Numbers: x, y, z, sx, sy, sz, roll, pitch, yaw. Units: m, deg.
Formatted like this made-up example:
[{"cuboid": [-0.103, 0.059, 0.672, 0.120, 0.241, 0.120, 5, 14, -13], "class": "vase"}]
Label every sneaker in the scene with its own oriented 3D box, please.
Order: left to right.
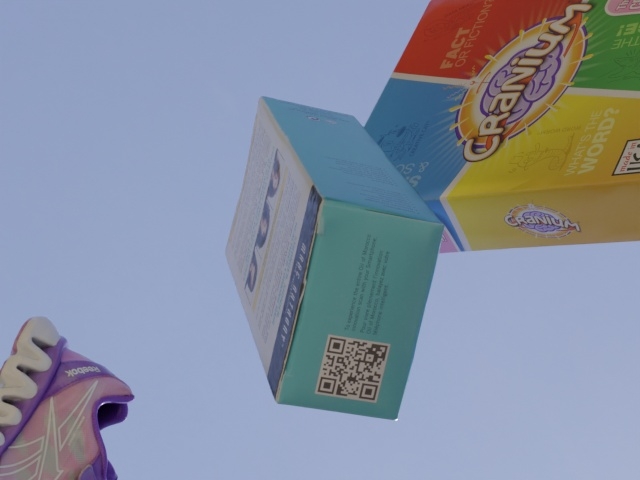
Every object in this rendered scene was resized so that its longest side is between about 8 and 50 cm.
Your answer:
[{"cuboid": [-0.194, 0.166, 1.146, 0.095, 0.104, 0.236, 123, -10, -55], "class": "sneaker"}]

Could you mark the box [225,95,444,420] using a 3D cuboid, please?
[{"cuboid": [0.000, 0.000, 0.883, 0.244, 0.060, 0.100, -118, -140, -71], "class": "box"}]

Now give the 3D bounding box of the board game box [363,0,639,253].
[{"cuboid": [0.178, -0.102, 1.292, 0.316, 0.064, 0.242, -5, -133, 42], "class": "board game box"}]
